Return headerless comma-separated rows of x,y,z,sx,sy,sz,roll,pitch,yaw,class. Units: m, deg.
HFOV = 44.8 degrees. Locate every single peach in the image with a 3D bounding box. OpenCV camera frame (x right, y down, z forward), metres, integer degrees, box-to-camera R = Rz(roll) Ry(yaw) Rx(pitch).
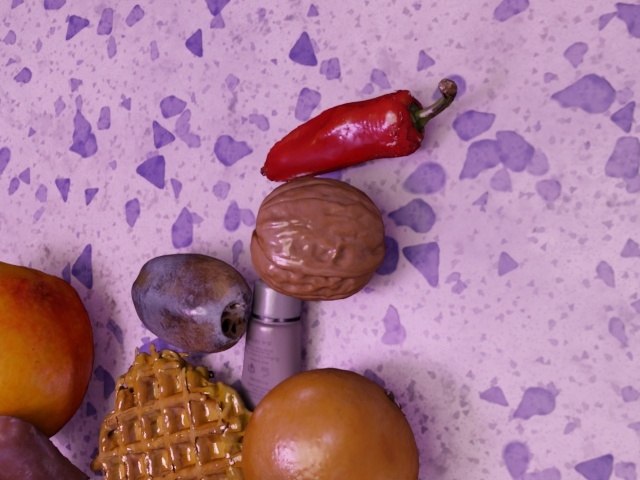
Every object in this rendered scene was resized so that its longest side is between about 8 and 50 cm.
-0.596,0.223,1.450,0.373,0.290,0.372,0,88,-6,peach

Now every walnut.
0.000,0.000,1.202,0.213,0.213,0.213,-2,86,28,walnut

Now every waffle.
-0.261,0.389,1.359,0.380,0.095,0.382,27,103,34,waffle

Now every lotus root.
-0.245,0.096,1.323,0.322,0.140,0.158,11,98,46,lotus root

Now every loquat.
0.016,0.314,1.137,0.263,0.263,0.263,-2,86,28,loquat

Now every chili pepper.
0.053,-0.166,1.237,0.387,0.110,0.110,-12,81,33,chili pepper

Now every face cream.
-0.084,0.220,1.298,0.143,0.089,0.314,11,98,34,face cream

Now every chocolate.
-0.531,0.403,1.346,0.161,0.261,0.083,-15,44,13,chocolate
